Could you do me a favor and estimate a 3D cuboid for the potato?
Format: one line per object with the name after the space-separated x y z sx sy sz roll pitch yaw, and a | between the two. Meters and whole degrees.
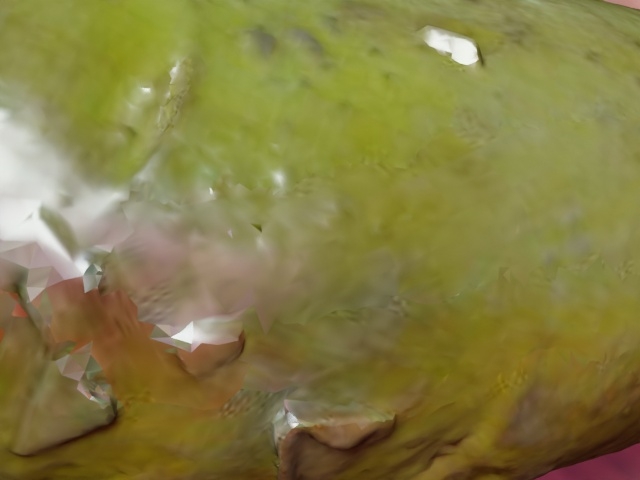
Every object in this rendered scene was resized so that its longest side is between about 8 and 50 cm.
0.000 0.000 0.465 0.298 0.176 0.141 6 104 -25 | potato
